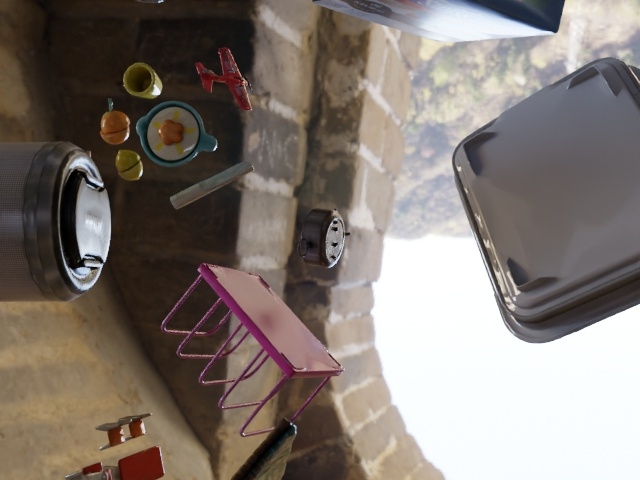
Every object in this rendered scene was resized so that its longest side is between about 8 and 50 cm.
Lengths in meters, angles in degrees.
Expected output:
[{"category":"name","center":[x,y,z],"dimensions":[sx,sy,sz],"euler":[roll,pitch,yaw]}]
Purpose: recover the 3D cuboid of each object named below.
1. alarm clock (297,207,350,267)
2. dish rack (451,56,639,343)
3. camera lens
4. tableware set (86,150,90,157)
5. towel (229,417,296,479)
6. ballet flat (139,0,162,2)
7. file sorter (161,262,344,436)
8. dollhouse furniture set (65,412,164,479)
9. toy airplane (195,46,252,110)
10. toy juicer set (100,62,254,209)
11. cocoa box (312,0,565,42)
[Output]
[{"category":"alarm clock","center":[0.000,0.000,1.463],"dimensions":[0.064,0.129,0.192],"euler":[9,-163,27]},{"category":"dish rack","center":[0.304,-0.067,0.829],"dimensions":[0.286,0.332,0.072],"euler":[-31,137,25]},{"category":"camera lens","center":[-0.447,-0.025,0.925],"dimensions":[0.275,0.219,0.219],"euler":[-1,-177,1]},{"category":"tableware set","center":[-0.518,-0.097,1.413],"dimensions":[0.039,0.194,0.128],"euler":[8,-170,26]},{"category":"towel","center":[-0.140,0.443,1.043],"dimensions":[0.040,0.271,0.370],"euler":[35,147,15]},{"category":"ballet flat","center":[-0.305,-0.398,0.830],"dimensions":[0.106,0.107,0.316],"euler":[27,-177,28]},{"category":"file sorter","center":[-0.144,0.216,1.330],"dimensions":[0.290,0.182,0.202],"euler":[45,-167,26]},{"category":"dollhouse furniture set","center":[-0.481,0.580,1.667],"dimensions":[0.135,0.261,0.259],"euler":[-17,172,27]},{"category":"toy airplane","center":[-0.192,-0.321,1.348],"dimensions":[0.028,0.151,0.151],"euler":[-30,160,32]},{"category":"toy juicer set","center":[-0.323,-0.188,1.373],"dimensions":[0.329,0.209,0.089],"euler":[44,-176,8]},{"category":"cocoa box","center":[0.165,-0.436,0.798],"dimensions":[0.232,0.346,0.228],"euler":[7,-172,-31]}]
